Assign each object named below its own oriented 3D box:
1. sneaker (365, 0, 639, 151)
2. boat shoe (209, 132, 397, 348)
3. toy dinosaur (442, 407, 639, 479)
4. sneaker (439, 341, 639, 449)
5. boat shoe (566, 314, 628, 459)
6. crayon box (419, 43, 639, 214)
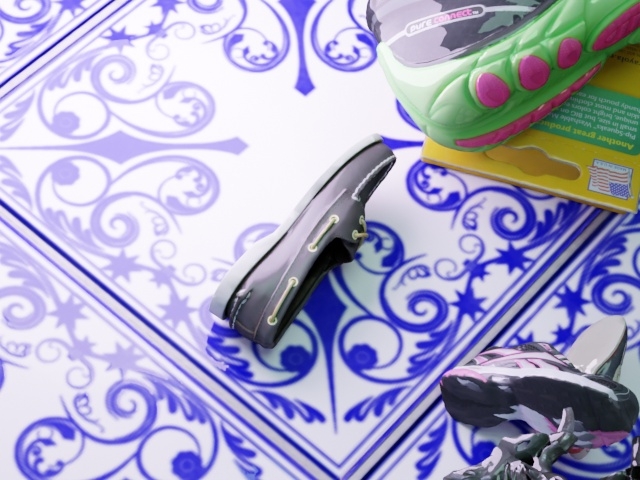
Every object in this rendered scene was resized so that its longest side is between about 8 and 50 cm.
[{"bbox_3d":[0.245,-0.269,1.439,0.482,0.185,0.202,-31,69,-24],"label":"sneaker"},{"bbox_3d":[0.000,0.000,1.402,0.068,0.081,0.228,37,68,14],"label":"boat shoe"},{"bbox_3d":[0.215,0.248,1.170,0.322,0.164,0.218,-36,32,7],"label":"toy dinosaur"},{"bbox_3d":[0.186,0.114,1.317,0.178,0.072,0.077,10,38,40],"label":"sneaker"},{"bbox_3d":[0.234,0.123,1.367,0.043,0.049,0.137,49,52,-25],"label":"boat shoe"},{"bbox_3d":[0.219,-0.156,1.521,0.203,0.083,0.323,15,56,4],"label":"crayon box"}]
